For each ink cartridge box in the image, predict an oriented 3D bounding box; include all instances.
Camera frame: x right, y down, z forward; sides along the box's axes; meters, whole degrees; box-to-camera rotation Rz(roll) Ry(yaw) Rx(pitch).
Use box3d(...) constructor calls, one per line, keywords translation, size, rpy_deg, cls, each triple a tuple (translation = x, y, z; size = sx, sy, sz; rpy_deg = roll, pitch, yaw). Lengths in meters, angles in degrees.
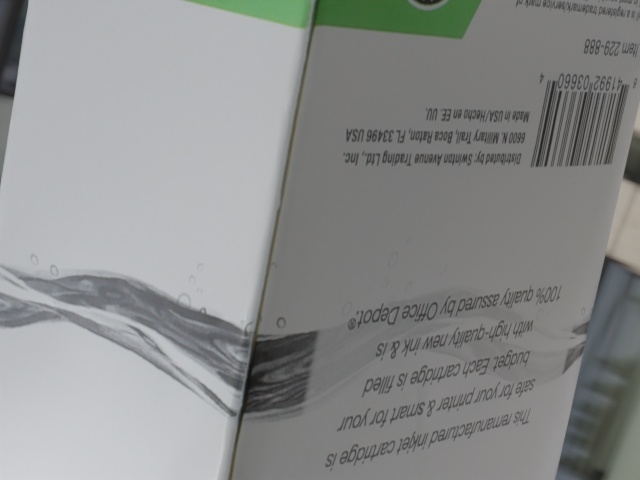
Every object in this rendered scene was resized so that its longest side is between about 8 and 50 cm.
box3d(translation=(0.000, 0.000, 0.629), size=(0.122, 0.289, 0.211), rpy_deg=(18, -168, 34), cls="ink cartridge box")
